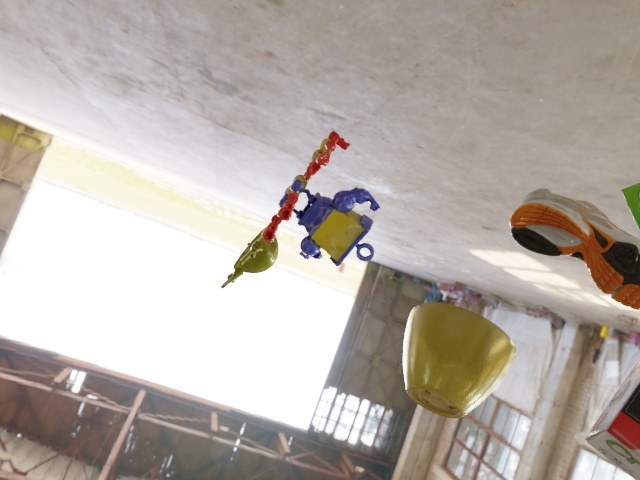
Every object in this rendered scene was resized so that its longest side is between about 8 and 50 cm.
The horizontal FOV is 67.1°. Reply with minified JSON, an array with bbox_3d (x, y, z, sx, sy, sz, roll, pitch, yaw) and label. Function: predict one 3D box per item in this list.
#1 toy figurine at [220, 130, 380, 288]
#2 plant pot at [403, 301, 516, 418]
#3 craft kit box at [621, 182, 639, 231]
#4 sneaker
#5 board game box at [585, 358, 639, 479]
[{"bbox_3d":[0.000,0.000,0.940,0.217,0.363,0.191,35,-159,-10],"label":"toy figurine"},{"bbox_3d":[0.153,0.153,0.580,0.134,0.095,0.134,24,150,15],"label":"plant pot"},{"bbox_3d":[0.796,-0.041,0.981,0.060,0.247,0.249,-12,169,-36],"label":"craft kit box"},{"bbox_3d":[0.420,-0.003,0.720,0.262,0.099,0.121,33,-138,9],"label":"sneaker"},{"bbox_3d":[0.374,0.166,0.316,0.305,0.193,0.053,38,161,27],"label":"board game box"}]
